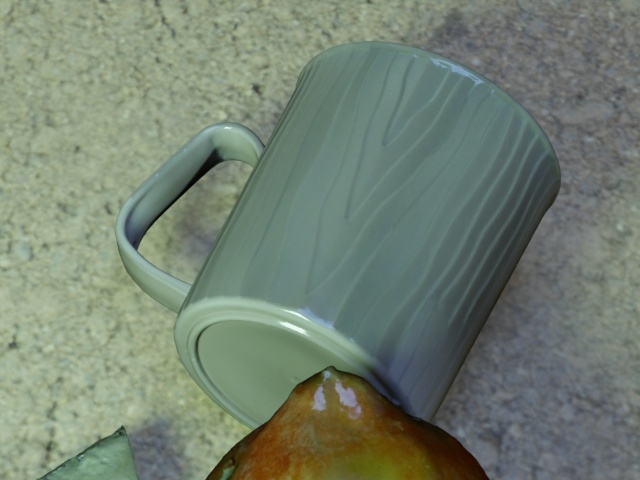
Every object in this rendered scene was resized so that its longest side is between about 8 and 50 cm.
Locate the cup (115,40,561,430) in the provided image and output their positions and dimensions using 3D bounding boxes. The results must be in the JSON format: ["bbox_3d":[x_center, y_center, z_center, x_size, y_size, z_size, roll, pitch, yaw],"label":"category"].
[{"bbox_3d":[0.007,-0.007,1.456,0.288,0.208,0.273,31,58,-5],"label":"cup"}]

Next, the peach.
[{"bbox_3d":[0.015,0.205,1.289,0.232,0.232,0.257,-14,101,-15],"label":"peach"}]

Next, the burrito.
[{"bbox_3d":[-0.216,0.219,1.374,0.226,0.060,0.087,-27,59,-23],"label":"burrito"}]
